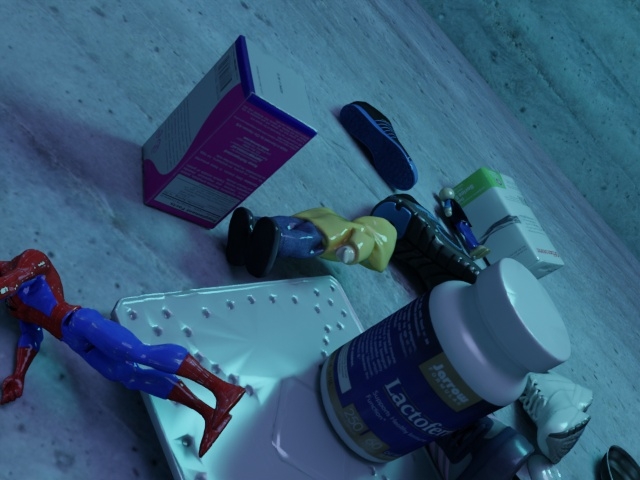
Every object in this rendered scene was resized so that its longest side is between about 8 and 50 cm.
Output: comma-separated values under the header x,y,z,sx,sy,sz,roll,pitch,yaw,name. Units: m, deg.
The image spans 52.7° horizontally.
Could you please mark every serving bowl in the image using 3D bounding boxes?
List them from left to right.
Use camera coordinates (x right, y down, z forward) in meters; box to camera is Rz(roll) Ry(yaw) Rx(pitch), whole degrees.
x,y,z,sx,sy,sz,roll,pitch,yaw,name
0.404,0.416,1.142,0.083,0.027,0.083,33,36,-28,serving bowl

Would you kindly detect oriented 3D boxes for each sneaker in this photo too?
x,y,z,sx,sy,sz,roll,pitch,yaw,name
0.142,-0.214,1.408,0.232,0.081,0.090,53,37,5,sneaker
0.237,0.044,1.222,0.340,0.125,0.140,53,25,-1,sneaker
0.177,0.256,0.842,0.131,0.112,0.319,48,-8,13,sneaker
0.430,0.321,1.217,0.129,0.111,0.297,35,15,18,sneaker

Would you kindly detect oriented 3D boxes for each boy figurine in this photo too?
x,y,z,sx,sy,sz,roll,pitch,yaw,name
0.000,0.000,0.941,0.177,0.092,0.285,21,12,42,boy figurine

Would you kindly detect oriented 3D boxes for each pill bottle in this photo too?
x,y,z,sx,sy,sz,roll,pitch,yaw,name
0.138,0.139,0.746,0.153,0.265,0.153,34,35,-28,pill bottle

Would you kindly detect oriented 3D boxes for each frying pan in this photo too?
x,y,z,sx,sy,sz,roll,pitch,yaw,name
0.631,0.561,1.271,0.197,0.053,0.326,36,36,-24,frying pan

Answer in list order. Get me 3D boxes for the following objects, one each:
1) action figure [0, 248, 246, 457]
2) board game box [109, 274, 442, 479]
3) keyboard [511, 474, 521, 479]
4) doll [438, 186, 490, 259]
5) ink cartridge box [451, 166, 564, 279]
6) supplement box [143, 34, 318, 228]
x,y,z,sx,sy,sz,roll,pitch,yaw,name
-0.219,0.104,0.550,0.280,0.091,0.139,34,43,8,action figure
-0.023,0.230,0.745,0.390,0.050,0.389,-1,59,-54,board game box
0.298,0.400,0.980,0.100,0.038,0.192,51,6,-13,keyboard
0.330,-0.044,1.515,0.129,0.046,0.188,19,40,-57,doll
0.465,-0.032,1.612,0.198,0.115,0.272,7,52,-52,ink cartridge box
-0.123,-0.130,0.827,0.114,0.220,0.111,25,40,-40,supplement box
